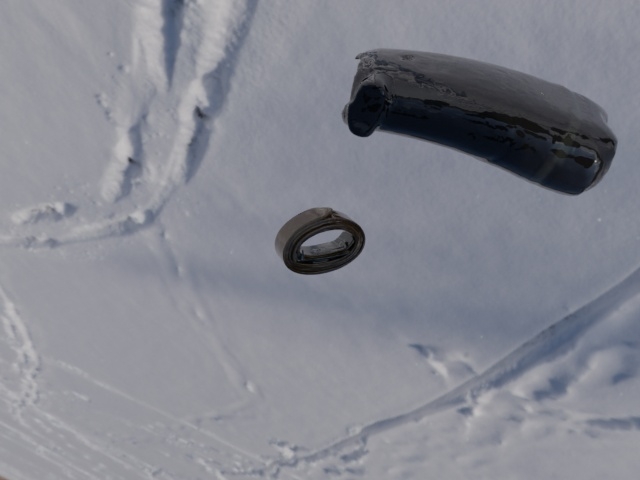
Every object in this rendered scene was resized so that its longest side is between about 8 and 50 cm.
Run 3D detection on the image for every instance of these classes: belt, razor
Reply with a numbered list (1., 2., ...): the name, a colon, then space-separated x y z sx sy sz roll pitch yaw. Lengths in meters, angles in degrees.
1. belt: 0.000 0.000 0.590 0.036 0.083 0.059 -133 33 -62
2. razor: 0.205 -0.169 0.818 0.349 0.204 0.113 17 123 2
